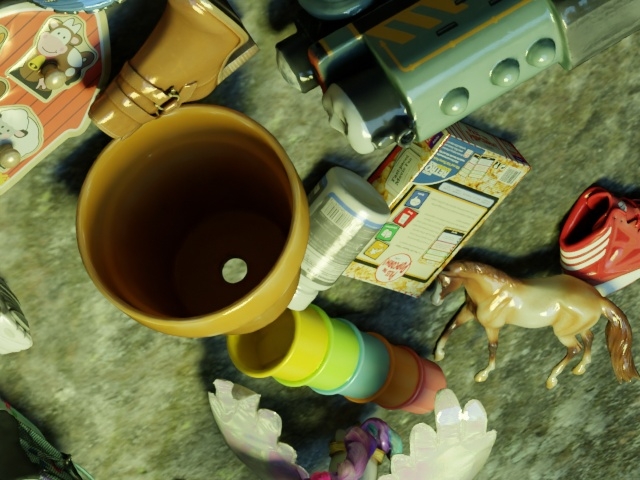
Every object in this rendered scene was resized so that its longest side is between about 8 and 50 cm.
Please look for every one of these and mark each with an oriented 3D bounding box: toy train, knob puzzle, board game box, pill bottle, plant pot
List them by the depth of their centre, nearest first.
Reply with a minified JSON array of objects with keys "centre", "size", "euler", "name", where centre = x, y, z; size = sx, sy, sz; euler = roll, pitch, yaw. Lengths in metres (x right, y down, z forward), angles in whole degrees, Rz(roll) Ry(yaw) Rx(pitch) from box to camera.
[{"centre":[-0.253,-0.130,1.597],"size":[0.213,0.030,0.213],"euler":[-21,141,-18],"name":"knob puzzle"},{"centre":[0.128,-0.204,1.671],"size":[0.334,0.190,0.142],"euler":[-29,142,-7],"name":"toy train"},{"centre":[-0.098,0.002,1.741],"size":[0.205,0.205,0.188],"euler":[-35,159,0],"name":"plant pot"},{"centre":[0.000,0.000,1.892],"size":[0.078,0.078,0.137],"euler":[18,120,-47],"name":"pill bottle"},{"centre":[0.107,-0.034,1.962],"size":[0.147,0.045,0.193],"euler":[18,119,-47],"name":"board game box"}]

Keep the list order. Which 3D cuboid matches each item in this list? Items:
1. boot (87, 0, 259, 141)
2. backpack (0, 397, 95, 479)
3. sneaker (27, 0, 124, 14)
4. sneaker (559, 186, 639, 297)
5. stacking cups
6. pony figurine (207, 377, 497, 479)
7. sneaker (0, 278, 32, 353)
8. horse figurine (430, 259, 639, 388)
[{"centre":[-0.136,-0.150,1.594],"size":[0.152,0.073,0.197],"euler":[-35,162,2],"name":"boot"},{"centre":[-0.325,0.288,1.867],"size":[0.225,0.191,0.253],"euler":[-36,136,6],"name":"backpack"},{"centre":[-0.151,-0.262,1.504],"size":[0.221,0.083,0.087],"euler":[-36,130,-7],"name":"sneaker"},{"centre":[0.371,-0.022,2.145],"size":[0.221,0.087,0.128],"euler":[-31,144,-6],"name":"sneaker"},{"centre":[0.030,0.124,2.057],"size":[0.096,0.096,0.316],"euler":[-48,146,17],"name":"stacking cups"},{"centre":[0.015,0.308,2.021],"size":[0.303,0.363,0.351],"euler":[10,152,5],"name":"pony figurine"},{"centre":[-0.349,0.057,1.684],"size":[0.115,0.090,0.232],"euler":[-31,142,1],"name":"sneaker"},{"centre":[0.241,0.092,2.143],"size":[0.263,0.066,0.174],"euler":[7,130,-5],"name":"horse figurine"}]
